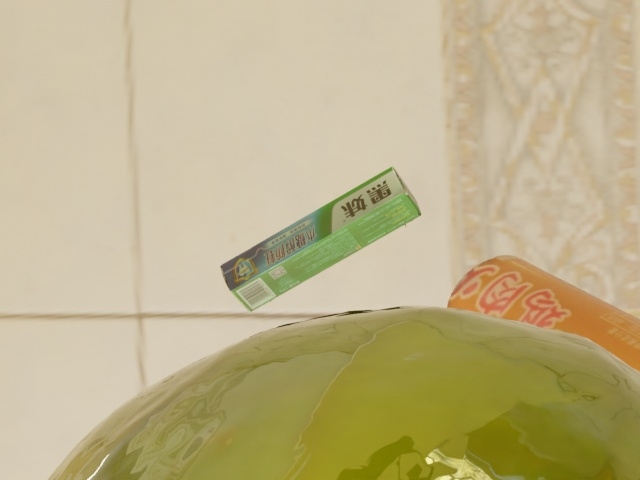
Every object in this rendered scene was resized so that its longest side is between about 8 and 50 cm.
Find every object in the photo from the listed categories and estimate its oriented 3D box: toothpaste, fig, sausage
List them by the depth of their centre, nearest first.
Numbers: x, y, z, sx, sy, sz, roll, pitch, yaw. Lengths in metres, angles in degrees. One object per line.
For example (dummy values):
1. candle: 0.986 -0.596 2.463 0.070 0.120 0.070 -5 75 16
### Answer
1. fig: 0.021 0.171 0.447 0.258 0.326 0.258 5 126 6
2. toothpaste: 0.000 0.000 0.738 0.083 0.020 0.017 -30 50 8
3. sausage: 0.162 0.078 0.929 0.234 0.071 0.071 29 107 48
